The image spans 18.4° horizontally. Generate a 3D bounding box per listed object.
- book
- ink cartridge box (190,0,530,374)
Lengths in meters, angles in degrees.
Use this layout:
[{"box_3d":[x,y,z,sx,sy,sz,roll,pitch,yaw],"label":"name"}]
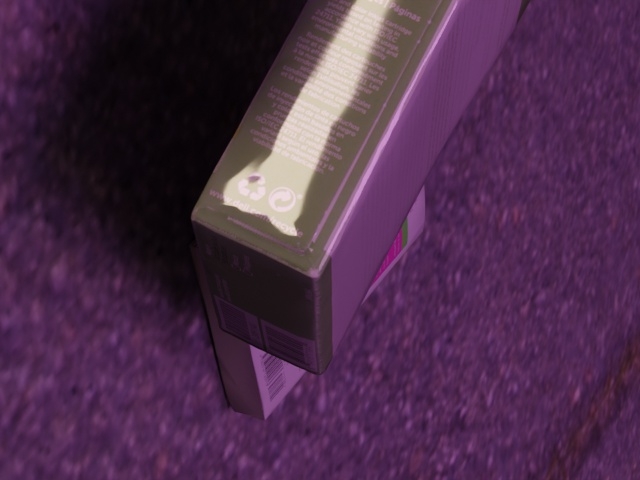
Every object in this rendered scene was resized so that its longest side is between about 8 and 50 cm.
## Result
[{"box_3d":[0.000,0.000,0.894,0.144,0.035,0.096,-48,141,-39],"label":"book"},{"box_3d":[0.033,-0.073,0.763,0.235,0.056,0.171,-62,172,-14],"label":"ink cartridge box"}]
